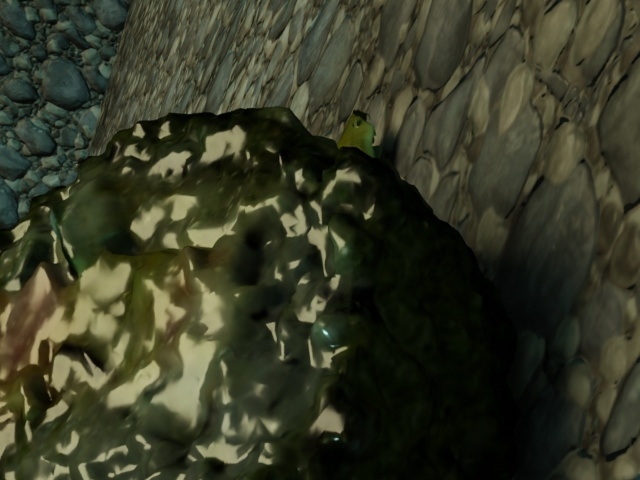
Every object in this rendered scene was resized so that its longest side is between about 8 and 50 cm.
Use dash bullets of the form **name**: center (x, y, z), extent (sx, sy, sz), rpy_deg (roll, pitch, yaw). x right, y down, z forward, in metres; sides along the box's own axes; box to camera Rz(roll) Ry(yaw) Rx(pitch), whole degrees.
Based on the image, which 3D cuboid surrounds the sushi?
- **sushi**: center (-0.065, 0.078, 0.743), extent (0.352, 0.178, 0.294), rpy_deg (9, 70, 44)

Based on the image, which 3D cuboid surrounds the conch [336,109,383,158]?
- **conch**: center (-0.004, 0.000, 1.044), extent (0.200, 0.079, 0.095), rpy_deg (-60, 36, 11)
